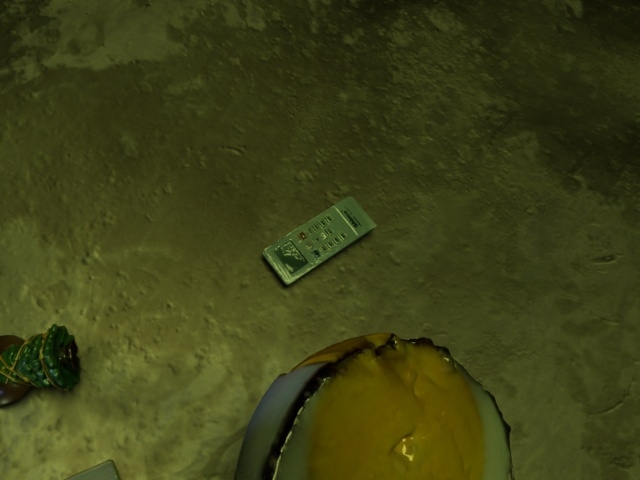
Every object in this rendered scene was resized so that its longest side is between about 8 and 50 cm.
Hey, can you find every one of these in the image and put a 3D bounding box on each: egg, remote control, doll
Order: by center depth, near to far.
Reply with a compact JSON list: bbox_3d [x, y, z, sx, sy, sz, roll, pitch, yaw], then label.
[{"bbox_3d":[0.031,0.256,0.705,0.337,0.201,0.337,9,74,-35],"label":"egg"},{"bbox_3d":[-0.326,0.136,0.743,0.113,0.076,0.078,-8,75,-18],"label":"doll"},{"bbox_3d":[0.000,0.000,0.928,0.162,0.029,0.061,-32,73,-22],"label":"remote control"}]

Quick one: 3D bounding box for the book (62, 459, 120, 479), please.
[{"bbox_3d":[-0.331,0.402,0.626,0.371,0.043,0.260,-20,71,-22],"label":"book"}]
